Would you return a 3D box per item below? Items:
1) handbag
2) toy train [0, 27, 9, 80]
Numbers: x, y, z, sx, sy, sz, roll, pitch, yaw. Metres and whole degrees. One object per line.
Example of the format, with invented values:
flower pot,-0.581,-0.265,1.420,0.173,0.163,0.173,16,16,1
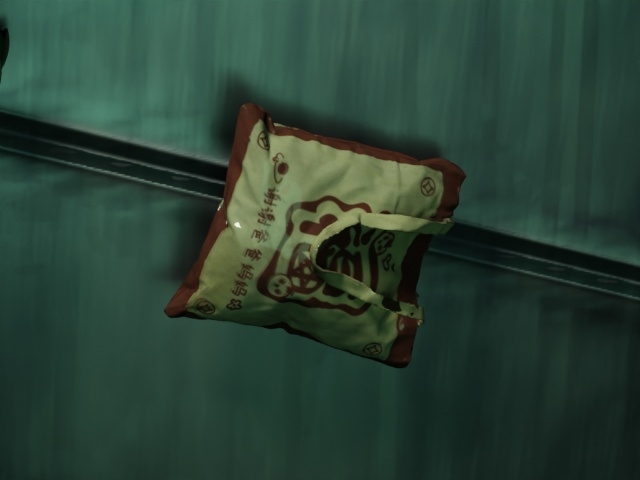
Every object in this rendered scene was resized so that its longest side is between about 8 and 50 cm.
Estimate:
handbag,0.000,0.000,1.742,0.235,0.127,0.213,15,104,-17
toy train,-0.410,-0.131,1.604,0.249,0.173,0.307,28,102,-11
